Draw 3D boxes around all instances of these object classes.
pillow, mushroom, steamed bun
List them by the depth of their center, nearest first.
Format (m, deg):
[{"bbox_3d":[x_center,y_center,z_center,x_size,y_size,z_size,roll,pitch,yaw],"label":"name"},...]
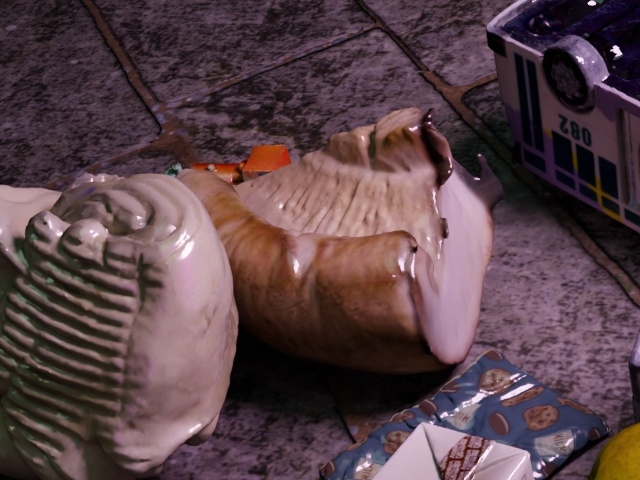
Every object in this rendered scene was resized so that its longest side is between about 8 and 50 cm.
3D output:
[{"bbox_3d":[0.142,0.213,1.920,0.256,0.034,0.189,-30,38,-24],"label":"pillow"},{"bbox_3d":[-0.229,0.090,2.002,0.339,0.352,0.247,15,12,29],"label":"steamed bun"},{"bbox_3d":[-0.021,0.034,2.123,0.397,0.224,0.313,-9,48,23],"label":"mushroom"}]

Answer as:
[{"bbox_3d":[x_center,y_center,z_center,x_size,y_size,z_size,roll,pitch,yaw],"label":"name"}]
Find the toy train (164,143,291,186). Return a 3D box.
[{"bbox_3d":[-0.113,-0.056,2.336,0.176,0.118,0.074,2,34,22],"label":"toy train"}]

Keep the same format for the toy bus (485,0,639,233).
[{"bbox_3d":[0.405,-0.128,2.112,0.209,0.249,0.440,-33,43,-24],"label":"toy bus"}]

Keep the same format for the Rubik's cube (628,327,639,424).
[{"bbox_3d":[0.427,0.132,1.735,0.238,0.237,0.237,3,39,25],"label":"Rubik's cube"}]

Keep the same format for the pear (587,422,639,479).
[{"bbox_3d":[0.328,0.275,1.536,0.294,0.294,0.294,-11,34,7],"label":"pear"}]

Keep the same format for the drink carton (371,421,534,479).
[{"bbox_3d":[0.066,0.336,1.619,0.132,0.194,0.324,13,43,34],"label":"drink carton"}]
